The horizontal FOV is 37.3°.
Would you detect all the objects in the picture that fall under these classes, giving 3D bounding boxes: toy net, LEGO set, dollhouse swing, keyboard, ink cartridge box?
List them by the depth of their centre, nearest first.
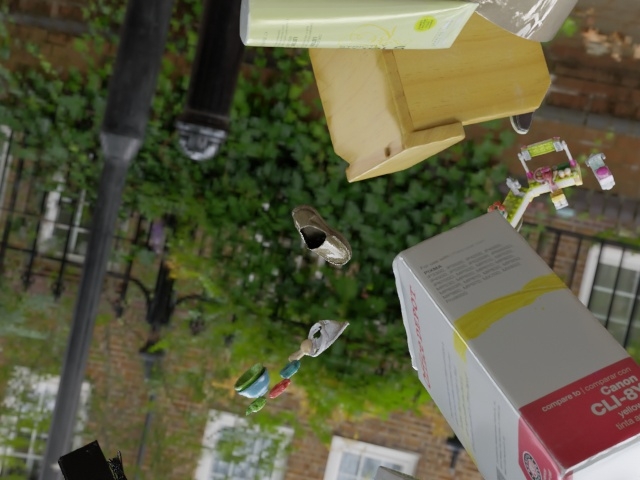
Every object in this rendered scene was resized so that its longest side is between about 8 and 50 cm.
[{"bbox_3d":[0.259,0.189,1.194,0.160,0.279,0.385,-24,-135,-10],"label":"ink cartridge box"},{"bbox_3d":[-0.357,0.427,1.575,0.100,0.192,0.038,-22,153,-20],"label":"keyboard"},{"bbox_3d":[-0.050,0.206,1.656,0.045,0.232,0.122,50,-179,-8],"label":"toy net"},{"bbox_3d":[0.379,-0.093,1.722,0.107,0.287,0.132,51,-170,-44],"label":"LEGO set"},{"bbox_3d":[0.199,-0.332,1.795,0.304,0.347,0.315,-12,173,-28],"label":"dollhouse swing"}]

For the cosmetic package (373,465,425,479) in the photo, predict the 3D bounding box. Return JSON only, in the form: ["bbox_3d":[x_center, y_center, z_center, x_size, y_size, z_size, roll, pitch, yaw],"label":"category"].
[{"bbox_3d":[0.153,0.473,1.362,0.138,0.224,0.224,25,172,-27],"label":"cosmetic package"}]

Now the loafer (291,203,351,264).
[{"bbox_3d":[0.000,0.000,1.614,0.056,0.050,0.148,-27,128,28],"label":"loafer"}]

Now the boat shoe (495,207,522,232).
[{"bbox_3d":[0.330,0.023,1.870,0.081,0.069,0.228,30,-130,19],"label":"boat shoe"}]

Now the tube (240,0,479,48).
[{"bbox_3d":[0.038,-0.229,0.988,0.240,0.062,0.070,0,-156,-14],"label":"tube"}]

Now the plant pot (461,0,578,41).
[{"bbox_3d":[0.252,-0.412,1.058,0.256,0.274,0.257,25,-144,-20],"label":"plant pot"}]

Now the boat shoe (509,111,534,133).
[{"bbox_3d":[0.458,-0.316,2.121,0.056,0.152,0.049,6,168,-16],"label":"boat shoe"}]
